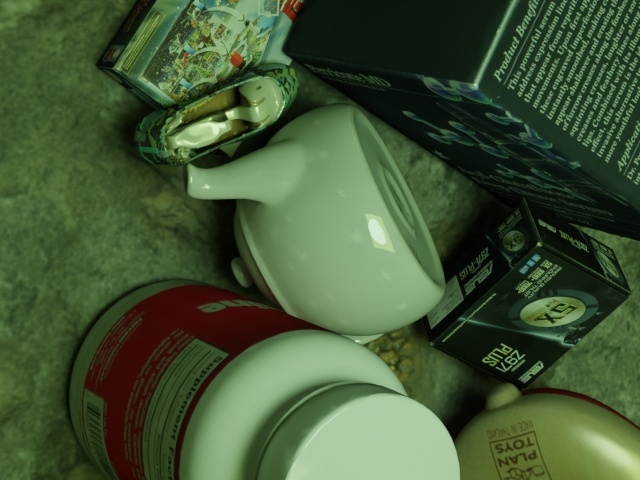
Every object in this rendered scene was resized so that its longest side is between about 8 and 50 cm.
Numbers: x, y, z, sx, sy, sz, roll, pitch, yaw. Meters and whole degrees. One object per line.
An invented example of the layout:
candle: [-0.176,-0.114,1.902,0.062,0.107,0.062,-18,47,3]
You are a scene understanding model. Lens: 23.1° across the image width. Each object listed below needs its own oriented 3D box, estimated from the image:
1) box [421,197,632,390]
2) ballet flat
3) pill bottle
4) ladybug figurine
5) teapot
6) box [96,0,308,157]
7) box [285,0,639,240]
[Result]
box: [0.222,0.062,1.727,0.147,0.078,0.180,28,121,-31]
ballet flat: [-0.089,-0.118,1.522,0.188,0.070,0.070,-29,111,-23]
pill bottle: [-0.058,0.178,1.443,0.229,0.407,0.229,-6,102,-30]
ladybug figurine: [0.306,0.340,1.781,0.449,0.305,0.162,64,28,-17]
teapot: [0.000,0.000,1.578,0.187,0.252,0.256,-27,93,12]
box: [-0.095,-0.223,1.564,0.159,0.044,0.233,37,80,-30]
box: [0.221,-0.175,1.587,0.395,0.293,0.212,31,82,-37]
